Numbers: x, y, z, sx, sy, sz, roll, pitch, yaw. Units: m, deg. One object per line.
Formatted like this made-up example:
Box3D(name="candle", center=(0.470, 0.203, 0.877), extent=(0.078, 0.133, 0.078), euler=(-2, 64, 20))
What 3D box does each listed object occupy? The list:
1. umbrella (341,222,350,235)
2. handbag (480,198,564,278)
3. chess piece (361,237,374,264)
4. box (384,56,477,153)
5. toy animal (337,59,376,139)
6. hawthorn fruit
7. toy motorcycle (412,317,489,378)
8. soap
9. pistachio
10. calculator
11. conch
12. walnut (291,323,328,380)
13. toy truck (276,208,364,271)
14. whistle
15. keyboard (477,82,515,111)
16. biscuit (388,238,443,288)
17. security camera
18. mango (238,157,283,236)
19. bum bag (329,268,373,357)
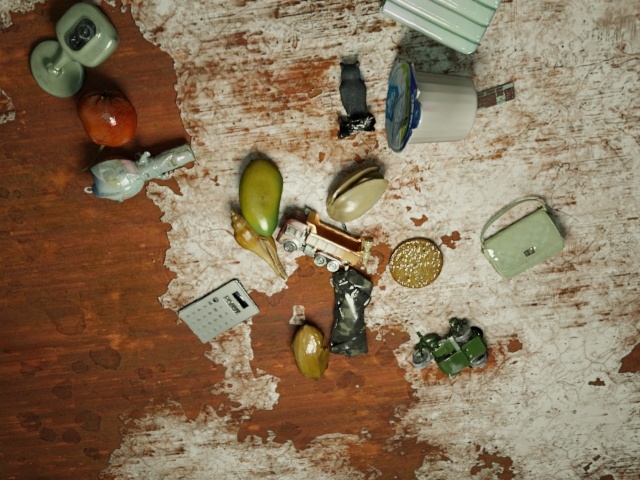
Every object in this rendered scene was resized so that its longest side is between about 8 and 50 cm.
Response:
Box3D(name="umbrella", center=(0.080, -0.040, 1.564), extent=(0.022, 0.022, 0.149), euler=(-36, 114, -32))
Box3D(name="handbag", center=(0.656, -0.011, 1.553), extent=(0.256, 0.079, 0.219), euler=(-32, 105, 10))
Box3D(name="chess piece", center=(0.156, 0.040, 1.590), extent=(0.035, 0.035, 0.092), euler=(7, 115, -3))
Box3D(name="box", center=(0.318, -0.372, 1.307), extent=(0.206, 0.291, 0.263), euler=(-3, 109, -11))
Box3D(name="toy animal", center=(0.088, -0.410, 1.365), extent=(0.120, 0.117, 0.210), euler=(-10, 114, 10))
Box3D(name="hawthorn fruit", center=(-0.643, -0.307, 1.391), extent=(0.165, 0.165, 0.286), euler=(23, 119, -9))
Box3D(name="toy motorcycle", center=(0.472, 0.400, 1.695), extent=(0.275, 0.127, 0.205), euler=(-34, 109, 5))
Box3D(name="soap", center=(0.325, -0.645, 1.279), extent=(0.289, 0.095, 0.173), euler=(21, 113, -10))
Box3D(name="pistachio", center=(0.110, -0.142, 1.467), extent=(0.215, 0.144, 0.144), euler=(-33, 109, 5))
Box3D(name="calculator", center=(-0.359, 0.253, 1.675), extent=(0.261, 0.021, 0.161), euler=(-30, 109, 11))
Box3D(name="conch", center=(-0.196, 0.011, 1.553), extent=(0.109, 0.093, 0.330), euler=(-27, 129, 17))
Box3D(name="walnut", center=(-0.035, 0.403, 1.679), extent=(0.137, 0.137, 0.246), euler=(-2, 116, 0))
Box3D(name="toy truck", center=(0.000, 0.000, 1.520), extent=(0.270, 0.114, 0.135), euler=(24, 117, -5))
Box3D(name="whistle", center=(-0.557, -0.214, 1.436), extent=(0.345, 0.134, 0.142), euler=(-22, 122, -3))
Box3D(name="keyboard", center=(0.501, -0.426, 1.414), extent=(0.165, 0.017, 0.055), euler=(-17, 111, 6))
Box3D(name="biscuit", center=(0.327, 0.079, 1.609), extent=(0.187, 0.027, 0.188), euler=(0, 111, 1))
Box3D(name="security camera", center=(-0.711, -0.532, 1.332), extent=(0.301, 0.080, 0.157), euler=(-35, 109, 16))
Box3D(name="mango", center=(-0.188, -0.135, 1.455), extent=(0.137, 0.091, 0.238), euler=(9, 84, -13))
Box3D(name="bum bag", center=(0.106, 0.259, 1.645), extent=(0.143, 0.095, 0.341), euler=(4, 106, 5))
